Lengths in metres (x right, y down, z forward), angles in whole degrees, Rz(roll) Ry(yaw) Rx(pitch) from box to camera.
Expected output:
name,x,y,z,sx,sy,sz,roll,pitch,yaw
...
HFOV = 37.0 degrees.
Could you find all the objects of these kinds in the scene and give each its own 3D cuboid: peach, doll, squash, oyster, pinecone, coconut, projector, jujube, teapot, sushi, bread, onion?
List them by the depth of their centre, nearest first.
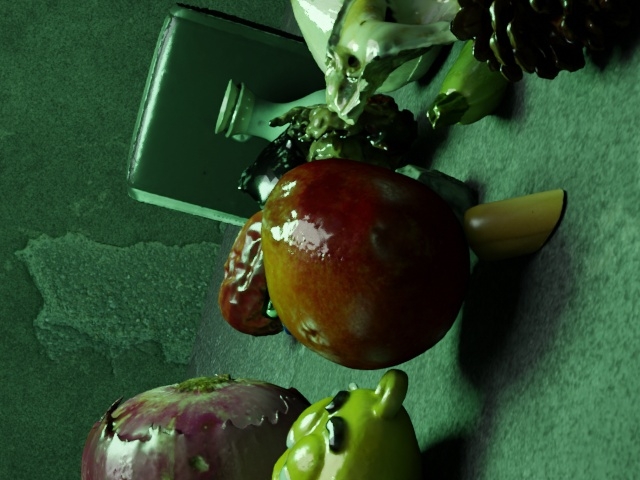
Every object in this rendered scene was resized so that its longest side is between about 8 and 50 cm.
name,x,y,z,sx,sy,sz,roll,pitch,yaw
pinecone,0.209,-0.225,0.879,0.173,0.173,0.174,-165,90,-77
bread,0.192,-0.011,0.927,0.062,0.103,0.049,62,-152,-33
peach,0.043,0.017,0.984,0.199,0.243,0.243,-35,-4,-23
doll,0.007,0.332,1.081,0.348,0.161,0.423,150,136,-87
squash,0.178,-0.173,1.112,0.090,0.075,0.200,-40,10,38
oyster,0.120,-0.295,1.249,0.271,0.100,0.275,-22,50,22
sushi,0.027,-0.119,1.355,0.219,0.225,0.238,-63,22,19
onion,-0.173,0.345,1.389,0.358,0.358,0.345,-119,44,-72
coconut,0.069,-0.337,1.408,0.224,0.234,0.224,-159,90,-77
jujube,-0.091,0.060,1.768,0.174,0.174,0.250,-107,32,-68
teapot,-0.066,-0.218,1.806,0.183,0.251,0.183,-165,90,-79
projector,-0.177,-0.256,2.005,0.242,0.395,0.405,-118,44,-72

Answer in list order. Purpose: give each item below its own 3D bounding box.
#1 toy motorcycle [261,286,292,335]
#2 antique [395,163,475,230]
name,x,y,z,sx,sy,sz,roll,pitch,yaw
toy motorcycle,0.000,0.000,1.588,0.196,0.125,0.331,129,157,-65
antique,0.112,0.004,1.145,0.086,0.088,0.183,-121,48,-72
